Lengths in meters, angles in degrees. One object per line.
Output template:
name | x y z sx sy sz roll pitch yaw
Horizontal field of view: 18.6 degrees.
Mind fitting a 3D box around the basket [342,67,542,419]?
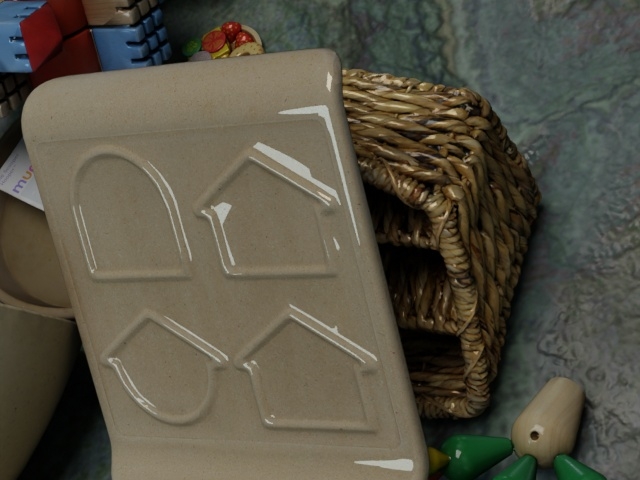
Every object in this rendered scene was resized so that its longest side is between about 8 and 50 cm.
basket | 0.000 0.000 1.592 0.299 0.213 0.223 4 61 28

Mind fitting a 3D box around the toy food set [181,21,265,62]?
toy food set | -0.094 -0.174 1.870 0.082 0.020 0.083 -29 52 7

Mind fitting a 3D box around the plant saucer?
plant saucer | -0.202 -0.043 1.829 0.278 0.041 0.278 -13 56 20

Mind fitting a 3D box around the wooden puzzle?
wooden puzzle | -0.068 0.030 1.524 0.322 0.348 0.080 -2 14 38

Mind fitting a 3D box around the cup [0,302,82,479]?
cup | -0.381 0.154 1.646 0.331 0.331 0.237 7 83 29

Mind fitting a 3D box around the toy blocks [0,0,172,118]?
toy blocks | -0.243 -0.221 1.839 0.261 0.191 0.381 3 31 28

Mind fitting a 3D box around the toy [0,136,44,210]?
toy | -0.199 -0.080 1.791 0.237 0.056 0.137 25 72 36

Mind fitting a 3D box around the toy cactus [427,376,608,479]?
toy cactus | 0.159 0.185 1.487 0.219 0.112 0.180 6 45 32
